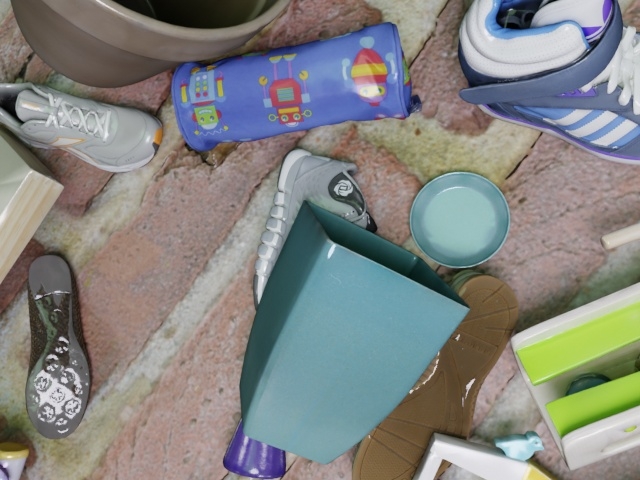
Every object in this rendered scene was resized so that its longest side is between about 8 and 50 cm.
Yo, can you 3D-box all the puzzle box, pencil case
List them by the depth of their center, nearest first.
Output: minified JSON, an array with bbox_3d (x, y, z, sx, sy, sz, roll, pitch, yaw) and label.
[{"bbox_3d":[-0.031,-0.194,0.782,0.306,0.133,0.119,-6,115,13],"label":"pencil case"},{"bbox_3d":[-0.526,0.039,0.844,0.272,0.052,0.409,34,90,43],"label":"puzzle box"}]

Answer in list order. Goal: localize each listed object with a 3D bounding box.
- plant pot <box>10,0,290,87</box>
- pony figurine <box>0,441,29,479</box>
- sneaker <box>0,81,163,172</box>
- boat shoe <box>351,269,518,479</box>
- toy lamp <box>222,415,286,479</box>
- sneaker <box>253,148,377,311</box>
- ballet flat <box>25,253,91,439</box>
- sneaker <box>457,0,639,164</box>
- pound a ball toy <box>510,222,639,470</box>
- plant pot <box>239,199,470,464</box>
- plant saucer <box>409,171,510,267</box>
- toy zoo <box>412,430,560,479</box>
[{"bbox_3d":[-0.225,-0.315,0.696,0.280,0.323,0.323,-21,71,53],"label":"plant pot"},{"bbox_3d":[-0.446,0.417,0.727,0.351,0.303,0.363,3,83,47],"label":"pony figurine"},{"bbox_3d":[-0.351,-0.164,0.856,0.262,0.121,0.099,10,84,15],"label":"sneaker"},{"bbox_3d":[0.127,0.166,0.706,0.104,0.089,0.285,32,92,-9],"label":"boat shoe"},{"bbox_3d":[-0.091,0.344,0.726,0.080,0.080,0.274,7,85,15],"label":"toy lamp"},{"bbox_3d":[0.000,0.000,0.760,0.132,0.086,0.228,9,82,13],"label":"sneaker"},{"bbox_3d":[-0.366,0.143,0.844,0.084,0.058,0.250,-6,83,-23],"label":"ballet flat"},{"bbox_3d":[0.302,-0.182,0.634,0.323,0.236,0.130,17,85,17],"label":"sneaker"},{"bbox_3d":[0.365,0.084,0.646,0.319,0.136,0.208,-25,50,9],"label":"pound a ball toy"},{"bbox_3d":[0.009,0.109,0.674,0.166,0.165,0.234,27,101,-17],"label":"plant pot"},{"bbox_3d":[0.170,-0.024,0.752,0.119,0.021,0.119,-2,80,13],"label":"plant saucer"},{"bbox_3d":[0.168,0.337,0.647,0.192,0.030,0.293,24,95,7],"label":"toy zoo"}]
